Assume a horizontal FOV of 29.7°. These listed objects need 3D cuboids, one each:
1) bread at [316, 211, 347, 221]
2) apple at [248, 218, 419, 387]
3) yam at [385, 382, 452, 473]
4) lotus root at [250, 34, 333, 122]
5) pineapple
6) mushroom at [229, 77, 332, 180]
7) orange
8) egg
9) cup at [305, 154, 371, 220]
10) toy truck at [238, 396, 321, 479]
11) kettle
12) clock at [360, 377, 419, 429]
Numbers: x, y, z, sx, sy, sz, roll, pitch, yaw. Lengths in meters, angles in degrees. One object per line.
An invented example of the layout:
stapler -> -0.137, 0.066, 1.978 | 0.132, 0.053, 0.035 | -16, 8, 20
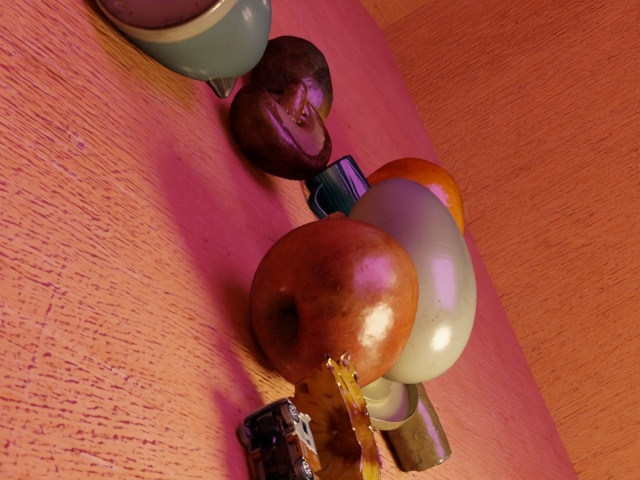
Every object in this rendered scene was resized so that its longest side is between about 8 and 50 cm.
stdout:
bread -> 0.000, 0.000, 2.086 | 0.073, 0.122, 0.149 | 60, 13, 6
apple -> 0.027, 0.093, 1.739 | 0.253, 0.254, 0.253 | 55, 16, -24
yam -> 0.133, 0.273, 2.089 | 0.259, 0.106, 0.106 | 65, 15, 8
lotus root -> -0.058, -0.315, 2.414 | 0.160, 0.152, 0.274 | 41, 22, -32
pineapple -> 0.001, 0.271, 1.595 | 0.079, 0.135, 0.233 | 11, 62, -54
mushroom -> -0.078, -0.192, 2.186 | 0.231, 0.138, 0.194 | 14, 62, -56
orange -> 0.201, -0.051, 2.642 | 0.261, 0.261, 0.261 | 55, 16, -24
egg -> 0.133, 0.059, 1.955 | 0.230, 0.230, 0.370 | 46, 30, -46
cup -> 0.046, -0.087, 2.423 | 0.138, 0.113, 0.150 | 59, 13, -4
toy truck -> -0.033, 0.295, 1.508 | 0.115, 0.080, 0.177 | 47, 20, -47
kettle -> -0.189, -0.409, 1.933 | 0.342, 0.247, 0.319 | 46, 41, -70
clock -> 0.065, 0.203, 1.957 | 0.235, 0.029, 0.235 | 32, 30, -21
